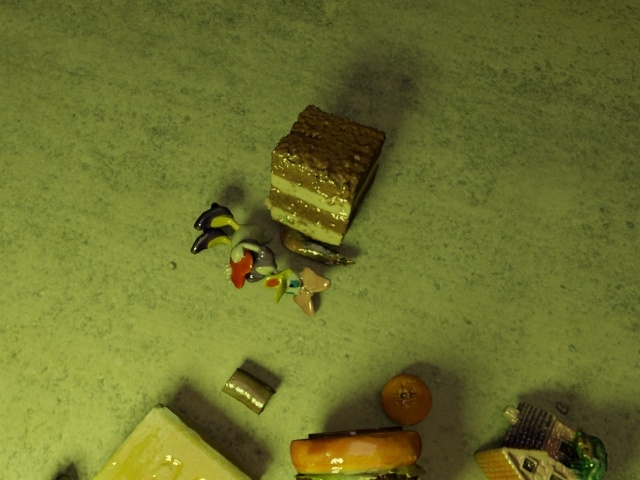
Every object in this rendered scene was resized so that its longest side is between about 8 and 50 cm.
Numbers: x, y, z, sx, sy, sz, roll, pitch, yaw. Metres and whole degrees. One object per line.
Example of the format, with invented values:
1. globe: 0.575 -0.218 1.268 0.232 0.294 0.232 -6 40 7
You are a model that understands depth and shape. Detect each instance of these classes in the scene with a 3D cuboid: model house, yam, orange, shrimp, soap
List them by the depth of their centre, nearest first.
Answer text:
1. soap: -0.354 0.608 1.340 0.335 0.156 0.293 37 76 11
2. model house: 0.544 0.545 1.393 0.237 0.202 0.237 31 70 7
3. orange: 0.228 0.419 1.467 0.135 0.117 0.136 1 76 -4
4. yam: -0.190 0.397 1.469 0.127 0.084 0.084 32 70 5
5. shrimp: 0.000 -0.001 1.650 0.251 0.052 0.144 29 65 7

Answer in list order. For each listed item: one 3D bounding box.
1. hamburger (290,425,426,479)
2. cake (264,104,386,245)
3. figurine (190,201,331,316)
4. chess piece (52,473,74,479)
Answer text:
1. hamburger: 0.086 0.570 1.292 0.329 0.330 0.250 -4 71 -5
2. cake: 0.012 -0.183 1.580 0.255 0.290 0.282 25 55 7
3. figurine: -0.175 0.057 1.571 0.421 0.154 0.193 40 37 20
4. chess piece: -0.700 0.678 1.308 0.260 0.143 0.143 -27 73 -6
